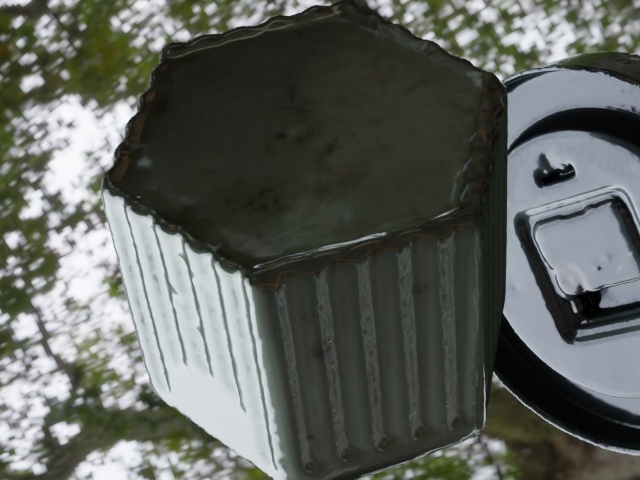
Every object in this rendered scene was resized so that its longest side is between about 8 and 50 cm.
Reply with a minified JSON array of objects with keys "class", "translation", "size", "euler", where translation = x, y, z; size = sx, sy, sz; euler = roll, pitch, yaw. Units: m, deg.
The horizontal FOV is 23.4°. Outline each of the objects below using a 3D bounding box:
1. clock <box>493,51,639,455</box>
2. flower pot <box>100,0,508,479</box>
[{"class":"clock","translation":[0.217,0.011,1.147],"size":[0.061,0.313,0.312],"euler":[-29,-88,-41]},{"class":"flower pot","translation":[0.000,0.000,0.906],"size":[0.209,0.239,0.189],"euler":[-39,-38,-28]}]
